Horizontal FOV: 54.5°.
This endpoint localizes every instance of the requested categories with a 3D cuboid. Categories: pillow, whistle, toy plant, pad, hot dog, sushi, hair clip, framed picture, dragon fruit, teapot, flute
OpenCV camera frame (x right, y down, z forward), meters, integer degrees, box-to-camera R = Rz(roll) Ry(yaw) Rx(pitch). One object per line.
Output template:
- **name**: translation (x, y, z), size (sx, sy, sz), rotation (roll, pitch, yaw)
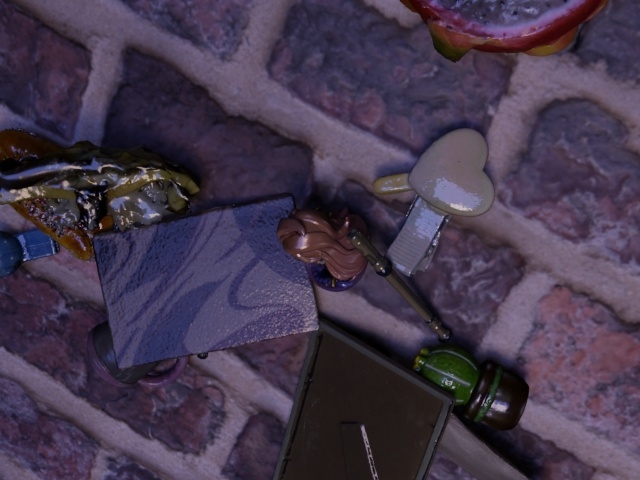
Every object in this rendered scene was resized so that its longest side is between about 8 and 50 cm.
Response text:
- **pillow**: translation (0.225, 0.316, 0.921), size (0.232, 0.038, 0.131), rotation (38, 150, 3)
- **whistle**: translation (-0.543, 0.020, 1.073), size (0.157, 0.090, 0.090), rotation (-12, 99, 19)
- **toy plant**: translation (0.211, 0.207, 0.896), size (0.162, 0.093, 0.093), rotation (22, 108, 11)
- **pad**: translation (-0.181, 0.064, 0.960), size (0.330, 0.004, 0.220), rotation (-13, 89, 4)
- **hot dog**: translation (-0.437, -0.080, 1.024), size (0.268, 0.075, 0.144), rotation (39, 110, 5)
- **sushi**: translation (-0.329, -0.084, 0.939), size (0.290, 0.139, 0.131), rotation (-4, 106, -9)
- **hair clip**: translation (0.153, -0.060, 0.867), size (0.159, 0.071, 0.219), rotation (29, 105, 10)
- **framed picture**: translation (0.050, 0.318, 0.954), size (0.247, 0.022, 0.335), rotation (26, 113, 31)
- **dragon fruit**: translation (0.219, -0.351, 0.720), size (0.290, 0.189, 0.291), rotation (2, 95, 17)
- **teapot**: translation (-0.291, 0.178, 1.026), size (0.146, 0.116, 0.148), rotation (-32, 89, 10)
- **flute**: translation (0.114, 0.067, 0.878), size (0.027, 0.027, 0.233), rotation (-35, 115, 21)

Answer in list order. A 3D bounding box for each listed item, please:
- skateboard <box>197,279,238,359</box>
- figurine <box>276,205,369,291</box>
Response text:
- **skateboard**: translation (-0.175, 0.110, 1.008), size (0.080, 0.067, 0.151), rotation (30, 104, 18)
- **figurine**: translation (0.010, -0.001, 0.877), size (0.114, 0.157, 0.126), rotation (-14, 58, 15)
